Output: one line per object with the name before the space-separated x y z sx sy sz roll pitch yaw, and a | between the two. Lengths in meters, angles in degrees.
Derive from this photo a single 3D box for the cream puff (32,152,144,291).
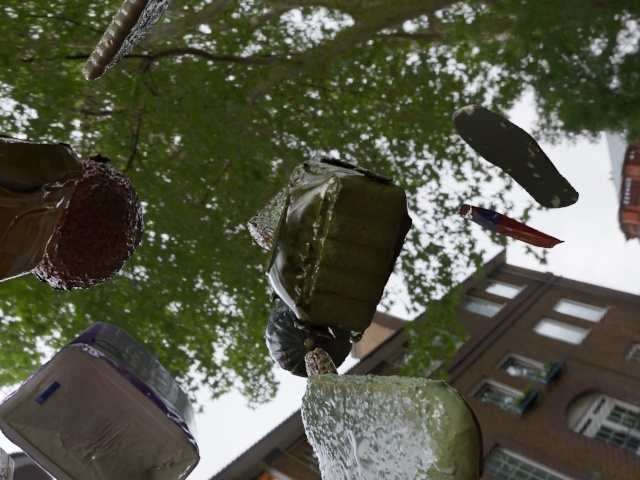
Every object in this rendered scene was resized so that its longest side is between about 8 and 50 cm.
cream puff | -0.554 -0.039 1.483 0.350 0.229 0.350 11 -90 -68

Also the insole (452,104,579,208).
insole | 0.280 -0.114 0.868 0.248 0.081 0.011 34 -123 -28

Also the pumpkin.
pumpkin | -0.032 0.254 1.722 0.216 0.250 0.250 -84 -12 -65

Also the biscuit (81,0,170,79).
biscuit | -0.339 -0.432 1.180 0.044 0.217 0.325 37 -152 -19

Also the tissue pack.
tissue pack | -0.312 0.254 0.937 0.160 0.338 0.242 -45 -82 -10

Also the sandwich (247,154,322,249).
sandwich | 0.009 -0.064 1.444 0.273 0.249 0.095 -49 -34 -27

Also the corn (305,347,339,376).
corn | 0.034 0.335 1.291 0.079 0.237 0.079 -21 -25 -10

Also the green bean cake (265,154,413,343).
green bean cake | 0.000 0.000 1.149 0.202 0.285 0.310 15 -83 -20

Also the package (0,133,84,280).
package | -0.436 -0.056 0.750 0.311 0.165 0.221 -14 -93 -79

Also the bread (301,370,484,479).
bread | 0.061 0.231 0.615 0.056 0.286 0.207 -9 -99 -28

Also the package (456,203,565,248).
package | 0.361 -0.026 1.186 0.083 0.200 0.022 77 -145 -77

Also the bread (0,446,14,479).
bread | -0.561 0.434 1.063 0.105 0.152 0.077 -41 -46 -31
